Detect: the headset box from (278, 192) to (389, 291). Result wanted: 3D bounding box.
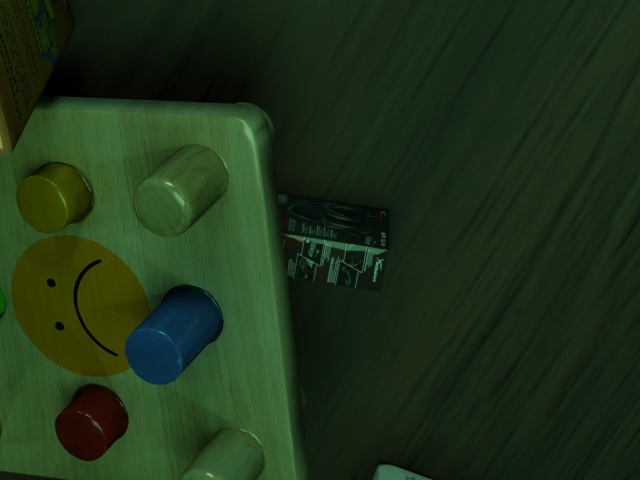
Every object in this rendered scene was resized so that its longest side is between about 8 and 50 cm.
[{"bbox_3d":[0.000,0.000,1.117,0.083,0.062,0.032,10,114,-2],"label":"headset box"}]

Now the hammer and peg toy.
[{"bbox_3d":[-0.125,0.084,1.091,0.266,0.127,0.361,3,115,22],"label":"hammer and peg toy"}]

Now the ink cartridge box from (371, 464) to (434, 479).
[{"bbox_3d":[0.042,0.276,1.191,0.086,0.148,0.203,19,114,-5],"label":"ink cartridge box"}]

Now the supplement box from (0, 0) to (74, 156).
[{"bbox_3d":[-0.194,-0.112,0.980,0.080,0.233,0.078,-11,113,3],"label":"supplement box"}]
